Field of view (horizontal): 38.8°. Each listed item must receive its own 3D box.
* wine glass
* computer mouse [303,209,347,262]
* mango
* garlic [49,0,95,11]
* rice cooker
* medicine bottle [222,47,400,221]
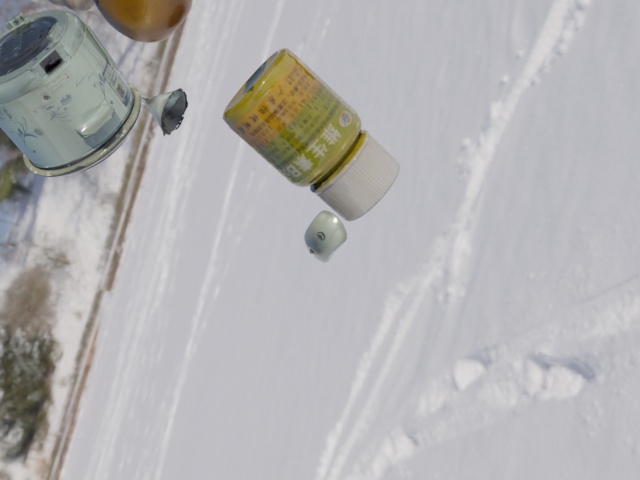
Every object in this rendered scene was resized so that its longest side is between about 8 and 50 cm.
[{"bbox_3d":[-0.424,-0.334,2.171,0.122,0.183,0.122,20,-90,-77],"label":"wine glass"},{"bbox_3d":[0.000,0.000,2.088,0.056,0.089,0.182,-33,-11,-27],"label":"computer mouse"},{"bbox_3d":[-0.393,-0.560,1.902,0.317,0.211,0.173,58,-150,-43],"label":"mango"},{"bbox_3d":[-0.550,-0.631,2.072,0.152,0.228,0.228,92,-174,-53],"label":"garlic"},{"bbox_3d":[-0.499,-0.273,1.747,0.264,0.316,0.316,-51,2,-21],"label":"rice cooker"},{"bbox_3d":[-0.016,-0.234,2.074,0.224,0.384,0.224,-44,17,17],"label":"medicine bottle"}]
